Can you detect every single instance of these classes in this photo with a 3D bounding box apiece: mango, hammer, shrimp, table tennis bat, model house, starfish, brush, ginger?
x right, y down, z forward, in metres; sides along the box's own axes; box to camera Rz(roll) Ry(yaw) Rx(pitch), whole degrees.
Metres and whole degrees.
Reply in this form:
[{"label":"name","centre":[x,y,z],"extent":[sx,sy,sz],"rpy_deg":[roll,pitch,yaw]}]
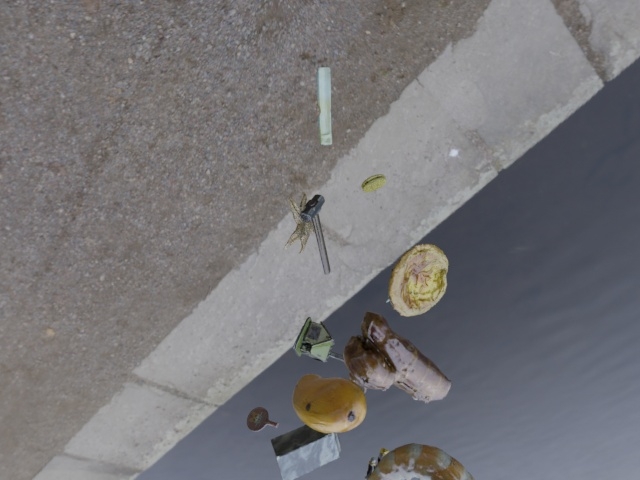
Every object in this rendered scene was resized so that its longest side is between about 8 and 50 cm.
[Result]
[{"label":"mango","centre":[0.018,0.423,1.050],"extent":[0.157,0.262,0.108],"rpy_deg":[-32,101,-28]},{"label":"hammer","centre":[0.000,0.000,1.521],"extent":[0.044,0.111,0.365],"rpy_deg":[12,138,26]},{"label":"shrimp","centre":[0.224,0.548,0.899],"extent":[0.287,0.068,0.185],"rpy_deg":[-10,91,21]},{"label":"table tennis bat","centre":[-0.245,0.853,1.860],"extent":[0.170,0.107,0.119],"rpy_deg":[2,141,31]},{"label":"model house","centre":[0.021,0.574,2.209],"extent":[0.279,0.204,0.218],"rpy_deg":[18,156,16]},{"label":"starfish","centre":[-0.077,-0.065,1.592],"extent":[0.062,0.277,0.235],"rpy_deg":[-2,146,21]},{"label":"brush","centre":[0.007,-0.313,0.940],"extent":[0.033,0.030,0.178],"rpy_deg":[-5,98,-26]},{"label":"ginger","centre":[0.255,0.450,1.392],"extent":[0.418,0.176,0.254],"rpy_deg":[37,89,-14]}]

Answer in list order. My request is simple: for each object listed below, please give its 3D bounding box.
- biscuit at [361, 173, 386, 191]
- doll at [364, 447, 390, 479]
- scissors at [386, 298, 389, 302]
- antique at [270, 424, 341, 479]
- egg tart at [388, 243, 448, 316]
[{"label":"biscuit","centre":[0.173,-0.184,1.295],"extent":[0.084,0.023,0.084],"rpy_deg":[-19,163,-6]},{"label":"doll","centre":[0.197,0.910,1.427],"extent":[0.146,0.103,0.316],"rpy_deg":[32,74,-22]},{"label":"scissors","centre":[0.396,0.230,1.892],"extent":[0.144,0.017,0.247],"rpy_deg":[24,129,1]},{"label":"antique","centre":[-0.037,0.585,1.133],"extent":[0.183,0.086,0.088],"rpy_deg":[-16,102,-16]},{"label":"egg tart","centre":[0.291,0.118,1.237],"extent":[0.241,0.106,0.240],"rpy_deg":[-9,109,-27]}]
